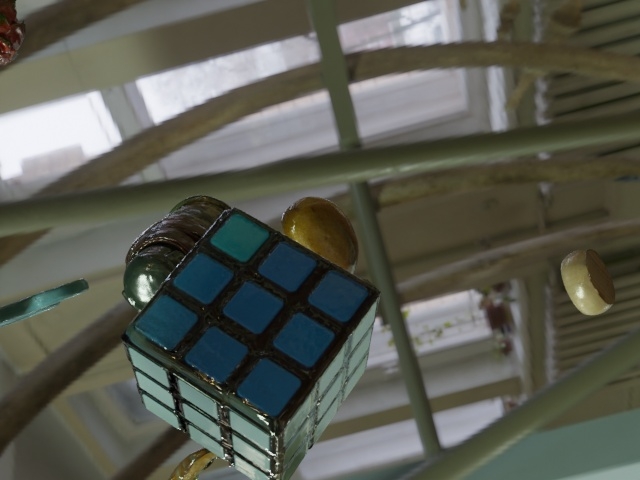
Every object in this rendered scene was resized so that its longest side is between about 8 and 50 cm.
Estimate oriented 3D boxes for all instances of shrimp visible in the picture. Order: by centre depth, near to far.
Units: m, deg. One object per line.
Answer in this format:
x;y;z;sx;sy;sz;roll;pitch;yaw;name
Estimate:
-0.190;0.367;1.605;0.124;0.178;0.034;-3;-130;-47;shrimp

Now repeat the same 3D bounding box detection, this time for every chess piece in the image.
0.334;0.052;1.250;0.083;0.038;0.083;36;-138;-40;chess piece

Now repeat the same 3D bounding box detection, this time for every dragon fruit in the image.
-0.560;-0.358;1.666;0.121;0.130;0.142;23;110;59;dragon fruit

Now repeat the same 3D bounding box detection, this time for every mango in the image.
0.002;-0.001;1.594;0.115;0.090;0.178;-51;-50;-31;mango

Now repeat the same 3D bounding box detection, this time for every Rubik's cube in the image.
-0.058;0.097;0.887;0.160;0.162;0.163;30;153;15;Rubik's cube

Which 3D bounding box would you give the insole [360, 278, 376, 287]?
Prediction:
-0.002;0.080;1.390;0.063;0.192;0.010;48;134;40;insole

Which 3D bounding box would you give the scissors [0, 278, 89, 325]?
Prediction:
-0.556;0.137;1.573;0.447;0.192;0.029;-22;-90;-60;scissors

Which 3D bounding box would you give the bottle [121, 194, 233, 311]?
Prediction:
-0.192;0.028;1.432;0.143;0.156;0.271;52;-162;-6;bottle
